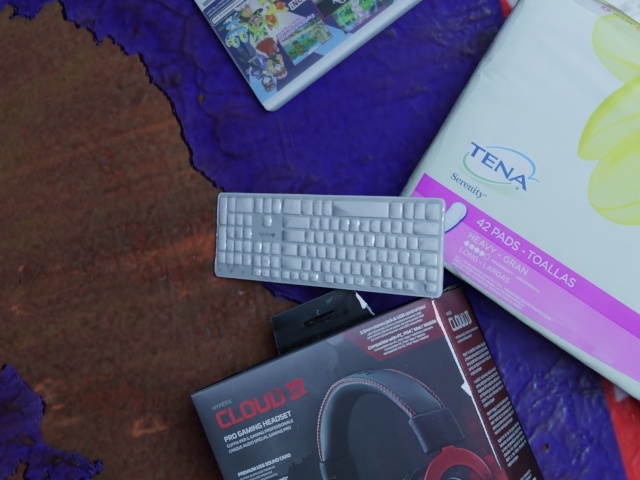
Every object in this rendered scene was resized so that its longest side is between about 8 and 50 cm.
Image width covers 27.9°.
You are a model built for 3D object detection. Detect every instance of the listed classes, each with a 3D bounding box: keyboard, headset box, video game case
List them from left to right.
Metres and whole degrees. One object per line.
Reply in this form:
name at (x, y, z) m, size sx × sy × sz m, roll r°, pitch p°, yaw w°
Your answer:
video game case at (-0.013, -0.238, 1.063) m, size 0.201 × 0.023 × 0.183 m, roll -35°, pitch 81°, yaw 16°
keyboard at (0.000, 0.000, 1.012) m, size 0.256 × 0.014 × 0.072 m, roll 3°, pitch 97°, yaw 46°
headset box at (0.048, 0.182, 1.010) m, size 0.218 × 0.110 × 0.293 m, roll -23°, pitch 85°, yaw 18°

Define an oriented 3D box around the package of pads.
package of pads at (0.226, -0.029, 0.947) m, size 0.296 × 0.101 × 0.229 m, roll 34°, pitch 102°, yaw 14°
